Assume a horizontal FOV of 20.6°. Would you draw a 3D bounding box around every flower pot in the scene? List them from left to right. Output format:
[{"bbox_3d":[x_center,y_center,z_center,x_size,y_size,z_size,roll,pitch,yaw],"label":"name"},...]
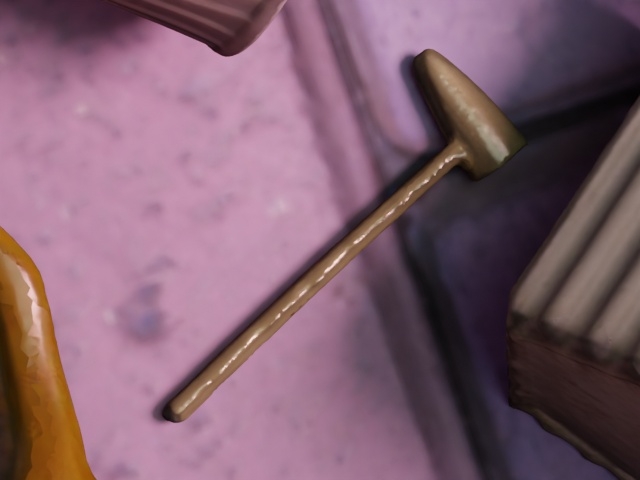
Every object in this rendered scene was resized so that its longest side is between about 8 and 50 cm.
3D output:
[{"bbox_3d":[0.205,0.025,0.704,0.209,0.239,0.189,30,79,16],"label":"flower pot"}]

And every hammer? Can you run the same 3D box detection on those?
[{"bbox_3d":[0.000,0.000,0.736,0.195,0.028,0.060,-43,95,-14],"label":"hammer"}]

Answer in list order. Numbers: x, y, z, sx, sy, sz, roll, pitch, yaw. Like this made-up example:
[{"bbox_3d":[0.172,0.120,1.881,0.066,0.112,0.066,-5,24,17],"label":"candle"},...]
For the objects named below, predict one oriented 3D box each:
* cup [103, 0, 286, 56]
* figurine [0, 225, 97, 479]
[{"bbox_3d":[-0.094,-0.231,0.593,0.273,0.288,0.208,18,44,-14],"label":"cup"},{"bbox_3d":[-0.133,0.175,0.562,0.387,0.268,0.401,25,76,-13],"label":"figurine"}]
